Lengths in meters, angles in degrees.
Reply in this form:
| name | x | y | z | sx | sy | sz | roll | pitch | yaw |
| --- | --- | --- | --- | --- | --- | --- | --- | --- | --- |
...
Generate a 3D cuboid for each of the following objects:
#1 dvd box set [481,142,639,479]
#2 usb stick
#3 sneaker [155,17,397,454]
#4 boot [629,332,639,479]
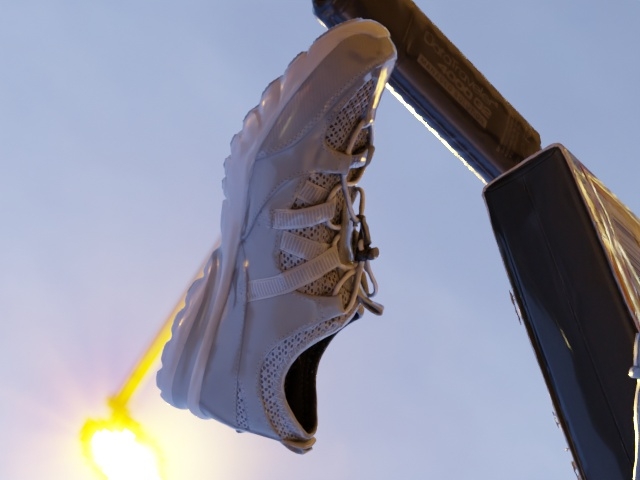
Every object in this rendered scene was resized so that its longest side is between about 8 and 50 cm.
| name | x | y | z | sx | sy | sz | roll | pitch | yaw |
| --- | --- | --- | --- | --- | --- | --- | --- | --- | --- |
| dvd box set | 0.262 | 0.157 | 1.050 | 0.420 | 0.062 | 0.307 | 36 | -151 | -46 |
| usb stick | 0.095 | -0.137 | 1.468 | 0.278 | 0.045 | 0.077 | 41 | -125 | -33 |
| sneaker | 0.000 | 0.000 | 1.059 | 0.115 | 0.281 | 0.105 | 28 | -154 | 18 |
| boot | 0.196 | 0.150 | 0.713 | 0.190 | 0.208 | 0.076 | 6 | 175 | 10 |
